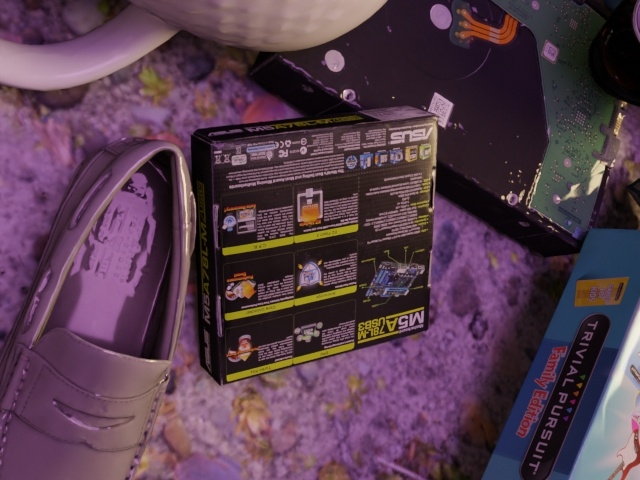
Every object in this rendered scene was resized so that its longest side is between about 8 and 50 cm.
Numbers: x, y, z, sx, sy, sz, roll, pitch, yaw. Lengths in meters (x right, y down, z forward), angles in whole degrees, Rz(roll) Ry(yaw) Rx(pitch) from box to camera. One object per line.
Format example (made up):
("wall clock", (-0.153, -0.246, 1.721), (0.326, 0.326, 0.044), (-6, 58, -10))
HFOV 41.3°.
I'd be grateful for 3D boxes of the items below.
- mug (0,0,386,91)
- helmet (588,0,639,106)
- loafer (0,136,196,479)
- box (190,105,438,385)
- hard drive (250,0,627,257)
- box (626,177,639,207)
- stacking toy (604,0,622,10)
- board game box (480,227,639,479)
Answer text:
("mug", (-0.107, -0.246, 0.518), (0.374, 0.276, 0.328), (-40, 147, 5))
("helmet", (0.331, -0.163, 0.726), (0.162, 0.169, 0.169), (35, 68, 2))
("loafer", (-0.152, 0.083, 0.545), (0.112, 0.111, 0.319), (15, 77, -25))
("box", (0.000, 0.000, 0.639), (0.191, 0.045, 0.184), (-12, 115, -28))
("hard drive", (0.129, -0.161, 0.752), (0.339, 0.064, 0.236), (28, 72, -21))
("box", (0.383, 0.040, 0.794), (0.044, 0.159, 0.233), (-36, 92, 14))
("stacking toy", (0.376, -0.194, 0.853), (0.141, 0.141, 0.330), (-29, 101, -28))
("board game box", (0.261, 0.199, 0.733), (0.254, 0.079, 0.336), (43, 66, -33))
